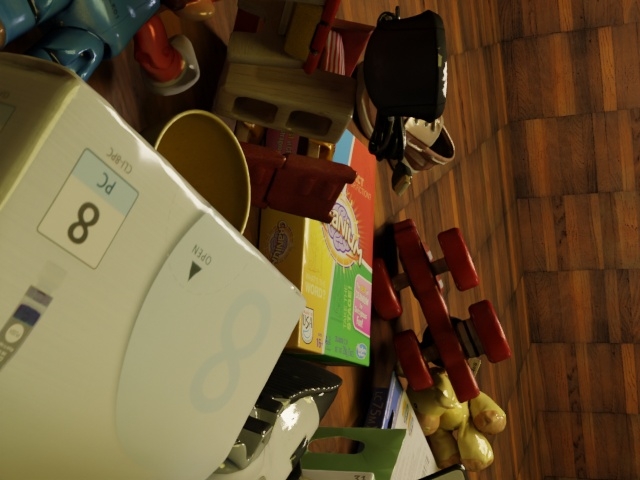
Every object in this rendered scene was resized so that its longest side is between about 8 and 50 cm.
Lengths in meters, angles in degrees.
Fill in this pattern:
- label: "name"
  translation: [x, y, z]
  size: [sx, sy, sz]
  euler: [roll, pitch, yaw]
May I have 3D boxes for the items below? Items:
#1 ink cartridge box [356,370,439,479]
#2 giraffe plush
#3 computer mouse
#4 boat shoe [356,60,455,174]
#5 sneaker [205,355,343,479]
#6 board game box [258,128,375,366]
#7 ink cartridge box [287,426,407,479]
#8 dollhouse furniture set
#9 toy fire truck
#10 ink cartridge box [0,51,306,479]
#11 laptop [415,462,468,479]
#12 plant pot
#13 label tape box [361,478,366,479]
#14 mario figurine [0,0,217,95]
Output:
- label: "ink cartridge box"
  translation: [0.119, 0.373, 1.331]
  size: [0.311, 0.065, 0.185]
  euler: [68, 30, -41]
- label: "giraffe plush"
  translation: [0.214, 0.294, 1.457]
  size: [0.170, 0.181, 0.210]
  euler: [26, 66, -46]
- label: "computer mouse"
  translation: [0.066, -0.126, 0.783]
  size: [0.262, 0.060, 0.184]
  euler: [-102, -170, -73]
- label: "boat shoe"
  translation: [0.152, -0.214, 1.409]
  size: [0.324, 0.117, 0.123]
  euler: [36, 55, -61]
- label: "sneaker"
  translation: [-0.077, 0.212, 0.865]
  size: [0.330, 0.123, 0.146]
  euler: [-15, 119, -67]
- label: "board game box"
  translation: [0.000, 0.000, 1.101]
  size: [0.242, 0.064, 0.316]
  euler: [29, 61, -63]
- label: "ink cartridge box"
  translation: [-0.014, 0.270, 0.902]
  size: [0.235, 0.171, 0.056]
  euler: [-61, 141, -51]
- label: "dollhouse furniture set"
  translation: [-0.008, -0.185, 0.780]
  size: [0.374, 0.152, 0.201]
  euler: [122, -21, -65]
- label: "toy fire truck"
  translation: [0.194, 0.109, 1.379]
  size: [0.254, 0.169, 0.302]
  euler: [-29, 96, -82]
- label: "ink cartridge box"
  translation: [-0.177, 0.134, 0.497]
  size: [0.385, 0.091, 0.308]
  euler: [-64, 150, -15]
- label: "laptop"
  translation: [0.050, 0.521, 0.875]
  size: [0.236, 0.408, 0.381]
  euler: [-124, -166, -66]
- label: "plant pot"
  translation: [-0.141, -0.045, 0.734]
  size: [0.134, 0.095, 0.134]
  euler: [4, 86, -58]
- label: "label tape box"
  translation: [-0.121, 0.303, 0.570]
  size: [0.106, 0.240, 0.333]
  euler: [39, 33, 0]
- label: "mario figurine"
  translation: [-0.191, -0.198, 0.670]
  size: [0.320, 0.170, 0.198]
  euler: [-51, 170, -43]
